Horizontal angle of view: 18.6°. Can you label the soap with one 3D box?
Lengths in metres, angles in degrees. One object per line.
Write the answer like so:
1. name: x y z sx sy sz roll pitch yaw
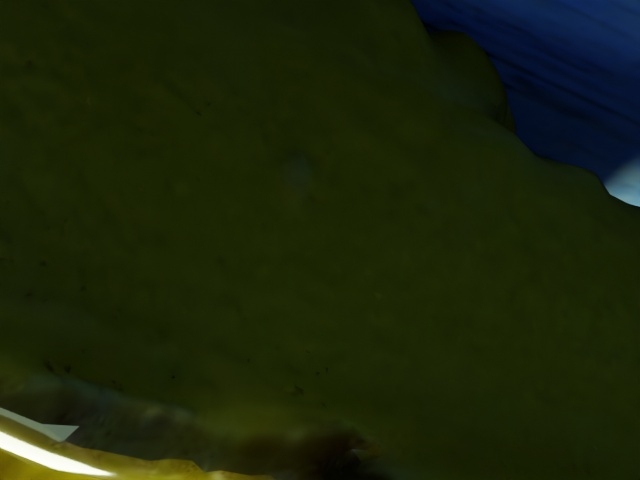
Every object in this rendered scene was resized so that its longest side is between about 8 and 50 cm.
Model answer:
1. soap: 0.000 0.000 0.478 0.304 0.169 0.338 -6 154 20
